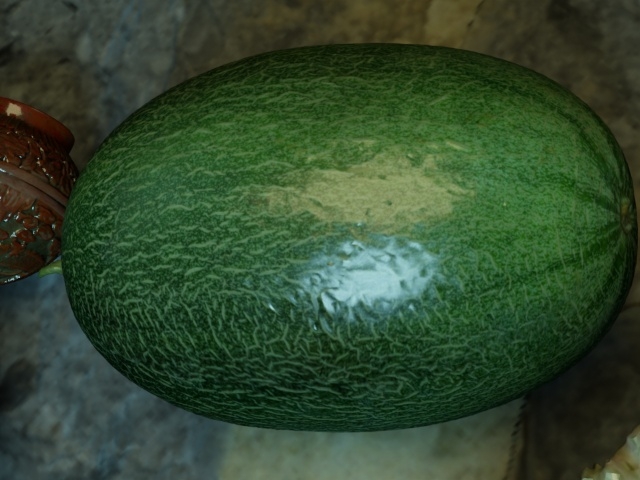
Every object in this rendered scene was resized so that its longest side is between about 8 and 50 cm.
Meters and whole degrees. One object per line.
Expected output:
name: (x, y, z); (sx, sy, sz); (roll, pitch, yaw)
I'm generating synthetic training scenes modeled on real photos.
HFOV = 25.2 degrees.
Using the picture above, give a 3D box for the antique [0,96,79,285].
antique: (-0.179, -0.023, 0.776); (0.104, 0.104, 0.104); (-7, 65, 15)

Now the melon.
melon: (0.000, 0.000, 0.663); (0.288, 0.182, 0.182); (-2, 66, 15)

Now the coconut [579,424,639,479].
coconut: (0.188, 0.214, 0.452); (0.297, 0.297, 0.309); (-33, 58, 1)
